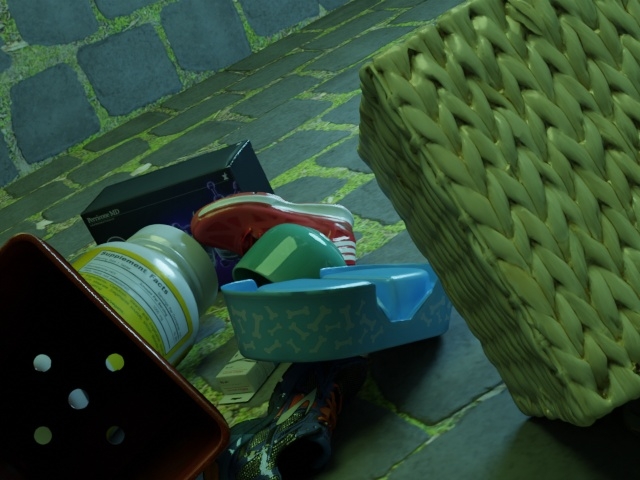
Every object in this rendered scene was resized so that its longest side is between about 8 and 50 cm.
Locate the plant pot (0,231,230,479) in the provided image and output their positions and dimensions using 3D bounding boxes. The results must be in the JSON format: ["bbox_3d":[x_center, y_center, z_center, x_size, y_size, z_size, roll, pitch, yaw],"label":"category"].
[{"bbox_3d":[-0.260,0.173,1.118,0.267,0.267,0.236,-45,0,0],"label":"plant pot"}]

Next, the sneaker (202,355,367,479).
[{"bbox_3d":[-0.015,0.189,1.122,0.087,0.083,0.221,13,42,36],"label":"sneaker"}]

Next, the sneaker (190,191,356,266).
[{"bbox_3d":[-0.056,0.010,1.485,0.221,0.087,0.128,-2,46,-8],"label":"sneaker"}]

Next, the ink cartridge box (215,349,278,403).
[{"bbox_3d":[-0.089,0.156,1.341,0.048,0.028,0.083,-11,24,34],"label":"ink cartridge box"}]

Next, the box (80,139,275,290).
[{"bbox_3d":[-0.192,-0.017,1.682,0.261,0.184,0.103,-16,21,24],"label":"box"}]

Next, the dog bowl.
[{"bbox_3d":[0.028,0.072,1.195,0.166,0.074,0.297,0,5,40],"label":"dog bowl"}]

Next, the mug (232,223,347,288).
[{"bbox_3d":[-0.018,0.051,1.385,0.097,0.158,0.129,-51,8,-22],"label":"mug"}]

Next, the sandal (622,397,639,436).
[{"bbox_3d":[0.331,0.110,0.931,0.180,0.049,0.072,-20,20,13],"label":"sandal"}]

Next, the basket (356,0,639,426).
[{"bbox_3d":[0.221,-0.042,0.932,0.266,0.331,0.328,-32,-7,-3],"label":"basket"}]

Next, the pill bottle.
[{"bbox_3d":[-0.272,0.120,1.416,0.188,0.188,0.334,-10,23,35],"label":"pill bottle"}]
